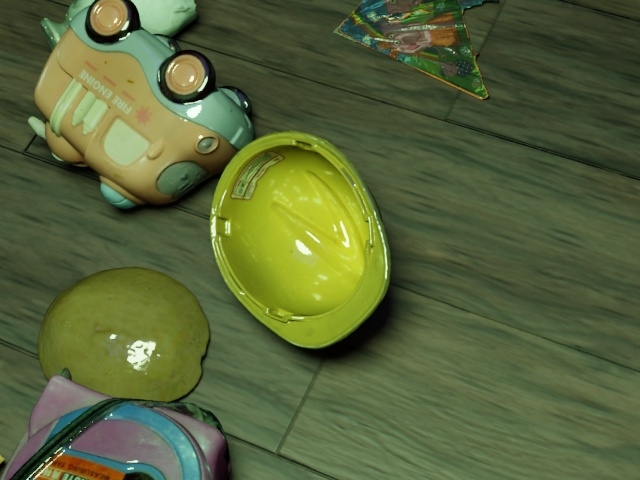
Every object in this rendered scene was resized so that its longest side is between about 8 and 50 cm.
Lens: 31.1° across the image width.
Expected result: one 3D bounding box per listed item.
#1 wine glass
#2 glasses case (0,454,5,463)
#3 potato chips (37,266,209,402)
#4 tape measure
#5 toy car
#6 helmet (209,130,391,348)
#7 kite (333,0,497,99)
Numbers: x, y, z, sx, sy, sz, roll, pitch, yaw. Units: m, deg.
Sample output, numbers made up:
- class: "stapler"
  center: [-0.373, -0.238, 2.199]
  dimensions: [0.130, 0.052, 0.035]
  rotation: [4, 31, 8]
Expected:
- class: "wine glass"
  center: [-0.272, -0.297, 1.563]
  dimensions: [0.204, 0.111, 0.111]
  rotation: [-31, 60, -9]
- class: "glasses case"
  center: [-0.430, 0.280, 1.257]
  dimensions: [0.064, 0.041, 0.170]
  rotation: [45, 70, -4]
- class: "potato chips"
  center: [-0.232, 0.107, 1.338]
  dimensions: [0.195, 0.062, 0.208]
  rotation: [-33, 58, -16]
- class: "tape measure"
  center: [-0.208, 0.266, 1.177]
  dimensions: [0.232, 0.149, 0.245]
  rotation: [15, 53, 14]
- class: "toy car"
  center: [-0.227, -0.155, 1.427]
  dimensions: [0.270, 0.180, 0.212]
  rotation: [38, 91, 15]
- class: "helmet"
  center: [0.000, 0.000, 1.332]
  dimensions: [0.205, 0.140, 0.257]
  rotation: [-42, 69, 18]
- class: "kite"
  center: [0.132, -0.307, 1.581]
  dimensions: [0.234, 0.016, 0.321]
  rotation: [-10, 58, -1]
